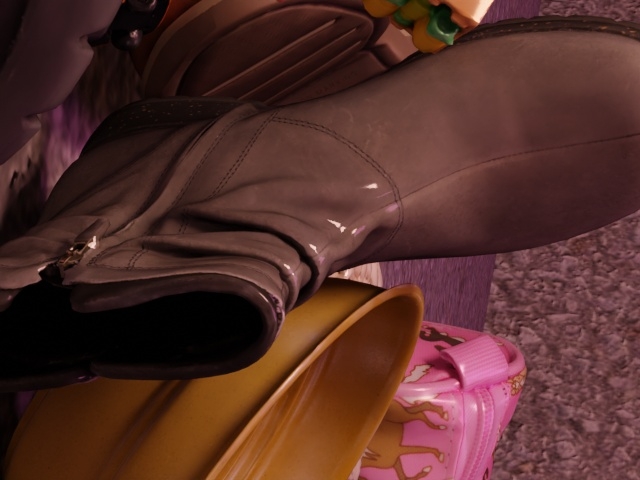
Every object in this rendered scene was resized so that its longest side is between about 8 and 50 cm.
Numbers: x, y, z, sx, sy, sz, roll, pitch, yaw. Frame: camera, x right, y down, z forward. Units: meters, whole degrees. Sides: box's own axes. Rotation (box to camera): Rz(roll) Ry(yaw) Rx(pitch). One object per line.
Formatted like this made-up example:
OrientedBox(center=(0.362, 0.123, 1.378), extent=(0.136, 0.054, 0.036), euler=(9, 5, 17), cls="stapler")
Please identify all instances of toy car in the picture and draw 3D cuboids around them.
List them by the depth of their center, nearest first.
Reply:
OrientedBox(center=(-0.087, -0.098, 0.658), extent=(0.122, 0.060, 0.040), euler=(87, -19, -74), cls="toy car")

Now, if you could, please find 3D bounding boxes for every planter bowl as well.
OrientedBox(center=(-0.058, 0.084, 0.750), extent=(0.217, 0.090, 0.217), euler=(-51, 165, -19), cls="planter bowl")

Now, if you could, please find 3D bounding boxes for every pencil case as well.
OrientedBox(center=(0.031, 0.235, 1.239), extent=(0.160, 0.167, 0.386), euler=(-45, 141, -76), cls="pencil case")

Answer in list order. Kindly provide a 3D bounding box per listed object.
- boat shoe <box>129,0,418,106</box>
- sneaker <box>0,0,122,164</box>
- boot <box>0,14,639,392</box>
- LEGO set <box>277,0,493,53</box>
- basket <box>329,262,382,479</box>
OrientedBox(center=(-0.031, -0.111, 0.855), extent=(0.104, 0.110, 0.307), euler=(64, 8, 4), cls="boat shoe")
OrientedBox(center=(-0.090, -0.159, 0.446), extent=(0.125, 0.139, 0.341), euler=(-102, -152, -49), cls="sneaker")
OrientedBox(center=(0.000, 0.000, 0.647), extent=(0.161, 0.246, 0.083), euler=(-58, 136, -62), cls="boot")
OrientedBox(center=(-0.052, -0.153, 0.584), extent=(0.287, 0.132, 0.107), euler=(65, 32, -30), cls="LEGO set")
OrientedBox(center=(-0.028, 0.042, 0.943), extent=(0.167, 0.103, 0.113), euler=(80, 19, -57), cls="basket")
